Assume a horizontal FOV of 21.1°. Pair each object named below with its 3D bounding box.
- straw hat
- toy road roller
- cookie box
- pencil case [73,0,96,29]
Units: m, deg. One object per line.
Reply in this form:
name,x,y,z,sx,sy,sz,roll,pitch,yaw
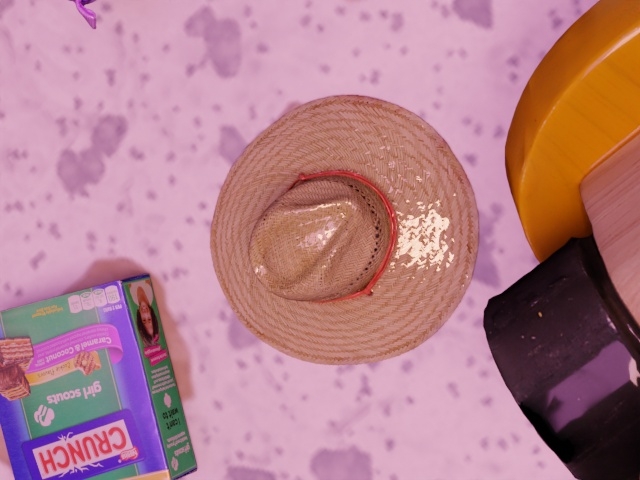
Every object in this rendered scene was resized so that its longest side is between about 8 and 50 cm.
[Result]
straw hat,0.000,0.000,0.832,0.144,0.061,0.144,2,95,21
toy road roller,0.218,0.015,0.706,0.202,0.240,0.329,-40,118,20
cookie box,-0.122,0.080,0.896,0.092,0.040,0.107,-15,90,20
pencil case,-0.166,-0.202,0.845,0.206,0.086,0.088,37,78,3
